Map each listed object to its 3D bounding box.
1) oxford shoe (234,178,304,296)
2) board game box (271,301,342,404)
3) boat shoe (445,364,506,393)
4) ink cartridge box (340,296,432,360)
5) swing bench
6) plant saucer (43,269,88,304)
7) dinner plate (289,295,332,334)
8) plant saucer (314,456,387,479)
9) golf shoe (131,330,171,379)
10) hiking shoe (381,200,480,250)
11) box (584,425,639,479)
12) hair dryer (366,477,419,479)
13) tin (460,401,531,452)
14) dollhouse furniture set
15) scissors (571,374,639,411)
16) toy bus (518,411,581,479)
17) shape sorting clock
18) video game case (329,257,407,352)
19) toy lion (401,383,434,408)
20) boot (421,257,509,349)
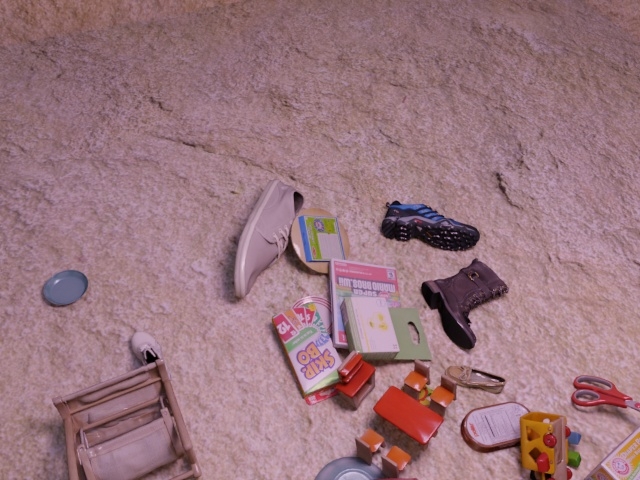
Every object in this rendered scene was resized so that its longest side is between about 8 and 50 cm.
[{"bbox_3d":[-0.148,-0.017,1.755,0.130,0.169,0.449,15,46,5],"label":"oxford shoe"},{"bbox_3d":[-0.026,0.294,1.570,0.124,0.039,0.259,-18,62,-17],"label":"board game box"},{"bbox_3d":[0.405,0.355,1.554,0.153,0.048,0.056,17,51,10],"label":"boat shoe"},{"bbox_3d":[0.182,0.235,1.590,0.235,0.056,0.171,2,51,-16],"label":"ink cartridge box"},{"bbox_3d":[-0.436,0.442,1.348,0.253,0.165,0.255,-18,48,-18],"label":"swing bench"},{"bbox_3d":[-0.710,0.136,1.671,0.119,0.021,0.119,2,50,-2],"label":"plant saucer"},{"bbox_3d":[-0.019,0.216,1.659,0.141,0.017,0.141,3,50,-3],"label":"dinner plate"},{"bbox_3d":[0.075,0.574,1.344,0.194,0.037,0.195,3,45,-3],"label":"plant saucer"},{"bbox_3d":[-0.436,0.286,1.524,0.069,0.086,0.176,-29,56,-23],"label":"golf shoe"},{"bbox_3d":[0.348,-0.061,1.857,0.304,0.113,0.132,12,51,6],"label":"hiking shoe"},{"bbox_3d":[0.740,0.530,1.397,0.203,0.103,0.114,-28,57,-25],"label":"box"},{"bbox_3d":[0.113,0.620,1.266,0.223,0.080,0.293,46,69,-10],"label":"hair dryer"},{"bbox_3d":[0.442,0.460,1.479,0.189,0.040,0.106,-9,47,-11],"label":"tin"},{"bbox_3d":[0.164,0.386,1.420,0.259,0.135,0.262,27,56,31],"label":"dollhouse furniture set"},{"bbox_3d":[0.770,0.396,1.470,0.297,0.021,0.109,4,31,42],"label":"scissors"},{"bbox_3d":[0.520,0.503,1.395,0.104,0.191,0.202,-3,43,43],"label":"toy bus"},{"bbox_3d":[0.000,0.000,1.780,0.206,0.040,0.206,17,61,-33],"label":"shape sorting clock"},{"bbox_3d":[0.129,0.180,1.669,0.204,0.025,0.285,9,49,-13],"label":"video game case"},{"bbox_3d":[0.257,0.399,1.521,0.100,0.034,0.096,2,42,-3],"label":"toy lion"},{"bbox_3d":[0.436,0.167,1.688,0.229,0.091,0.263,-16,51,-16],"label":"boot"}]
